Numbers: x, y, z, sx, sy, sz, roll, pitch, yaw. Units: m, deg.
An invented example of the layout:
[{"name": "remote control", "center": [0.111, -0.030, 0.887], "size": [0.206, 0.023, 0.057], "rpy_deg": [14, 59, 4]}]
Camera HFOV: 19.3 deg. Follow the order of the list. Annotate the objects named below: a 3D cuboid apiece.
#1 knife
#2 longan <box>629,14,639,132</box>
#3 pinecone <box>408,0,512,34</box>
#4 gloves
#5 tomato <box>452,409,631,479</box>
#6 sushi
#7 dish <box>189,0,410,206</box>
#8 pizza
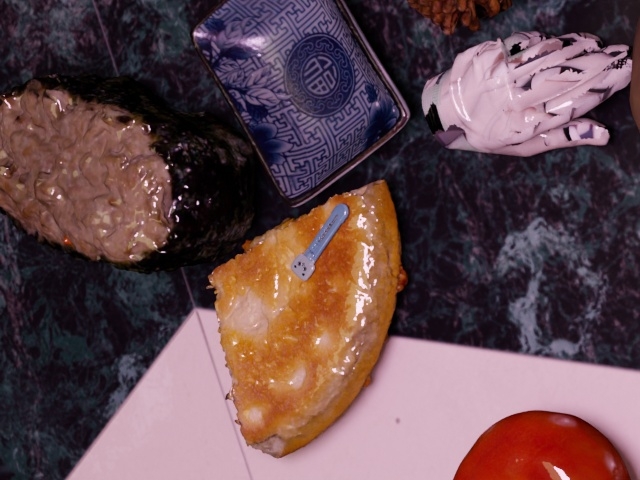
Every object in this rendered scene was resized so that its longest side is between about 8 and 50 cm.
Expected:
[{"name": "knife", "center": [0.000, 0.000, 1.993], "size": [0.027, 0.010, 0.096], "rpy_deg": [44, 110, 27]}, {"name": "longan", "center": [0.445, -0.198, 1.604], "size": [0.404, 0.404, 0.336], "rpy_deg": [-34, 74, 27]}, {"name": "pinecone", "center": [0.129, -0.326, 1.891], "size": [0.221, 0.221, 0.221], "rpy_deg": [1, 92, 31]}, {"name": "gloves", "center": [0.214, -0.149, 1.899], "size": [0.212, 0.111, 0.128], "rpy_deg": [-16, 79, 38]}, {"name": "tomato", "center": [0.224, 0.265, 1.888], "size": [0.195, 0.136, 0.195], "rpy_deg": [0, 91, 28]}, {"name": "sushi", "center": [-0.236, -0.075, 2.111], "size": [0.350, 0.171, 0.211], "rpy_deg": [21, 101, 40]}, {"name": "dish", "center": [-0.010, -0.181, 2.043], "size": [0.182, 0.080, 0.243], "rpy_deg": [-37, 75, 27]}, {"name": "pizza", "center": [-0.022, 0.072, 2.058], "size": [0.226, 0.086, 0.336], "rpy_deg": [28, 104, 32]}]
